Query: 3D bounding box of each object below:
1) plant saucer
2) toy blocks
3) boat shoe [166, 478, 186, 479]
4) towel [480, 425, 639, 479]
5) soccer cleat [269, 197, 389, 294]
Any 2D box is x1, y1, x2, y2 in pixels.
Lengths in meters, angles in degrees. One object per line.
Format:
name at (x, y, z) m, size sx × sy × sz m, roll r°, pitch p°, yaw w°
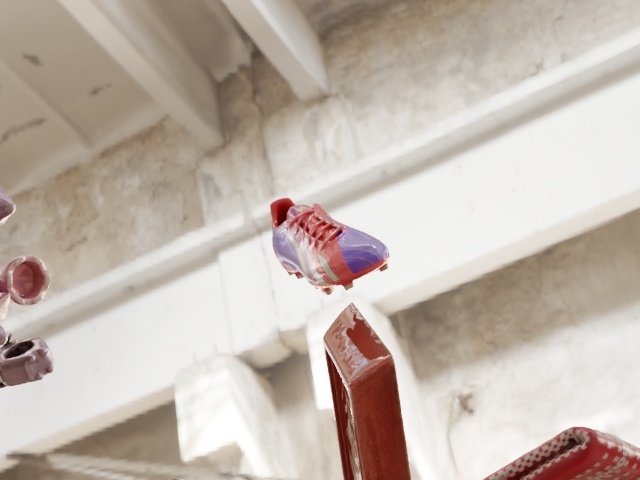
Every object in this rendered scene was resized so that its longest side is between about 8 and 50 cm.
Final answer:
plant saucer at (0.050, 0.218, 1.150) m, size 0.047 × 0.258 × 0.259 m, roll -10°, pitch -80°, yaw -6°
toy blocks at (-0.446, 0.115, 1.329) m, size 0.260 × 0.288 × 0.309 m, roll 1°, pitch -60°, yaw 38°
boat shoe at (-0.217, 0.364, 1.230) m, size 0.103 × 0.118 × 0.320 m, roll -65°, pitch -16°, yaw 12°
towel at (0.146, 0.195, 0.614) m, size 0.199 × 0.031 × 0.275 m, roll -39°, pitch -45°, yaw 23°
soccer cleat at (0.000, 0.000, 1.225) m, size 0.083 × 0.248 × 0.095 m, roll -26°, pitch -78°, yaw -17°
